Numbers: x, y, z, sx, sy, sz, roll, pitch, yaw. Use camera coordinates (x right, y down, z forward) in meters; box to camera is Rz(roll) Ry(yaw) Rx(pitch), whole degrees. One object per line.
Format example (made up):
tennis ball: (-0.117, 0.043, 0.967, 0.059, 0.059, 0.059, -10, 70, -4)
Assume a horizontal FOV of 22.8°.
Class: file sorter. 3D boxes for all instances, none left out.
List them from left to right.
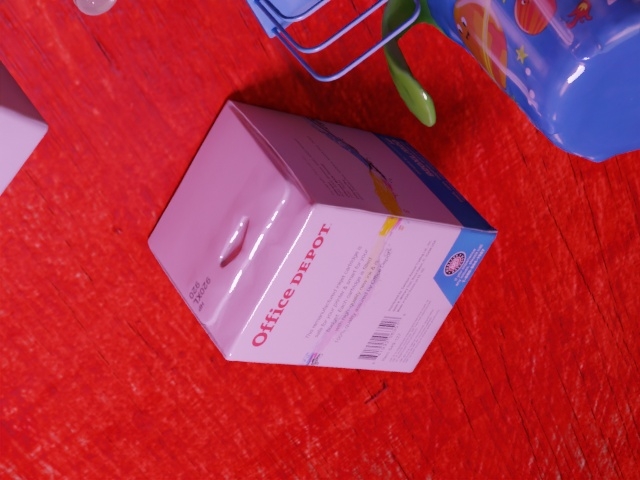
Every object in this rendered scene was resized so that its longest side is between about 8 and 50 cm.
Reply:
file sorter: (-0.007, -0.229, 1.275, 0.118, 0.104, 0.170, -37, 141, -2)

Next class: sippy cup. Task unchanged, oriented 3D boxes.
sippy cup: (0.224, -0.199, 1.360, 0.240, 0.224, 0.305, 17, 126, -43)

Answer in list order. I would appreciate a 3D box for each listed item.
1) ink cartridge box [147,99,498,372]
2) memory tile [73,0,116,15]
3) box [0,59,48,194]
ink cartridge box: (0.000, 0.000, 1.446, 0.232, 0.168, 0.171, 9, 120, -43)
memory tile: (-0.168, -0.247, 1.204, 0.113, 0.012, 0.148, 22, 112, -47)
box: (-0.396, -0.093, 1.050, 0.215, 0.168, 0.345, -51, 139, 13)
